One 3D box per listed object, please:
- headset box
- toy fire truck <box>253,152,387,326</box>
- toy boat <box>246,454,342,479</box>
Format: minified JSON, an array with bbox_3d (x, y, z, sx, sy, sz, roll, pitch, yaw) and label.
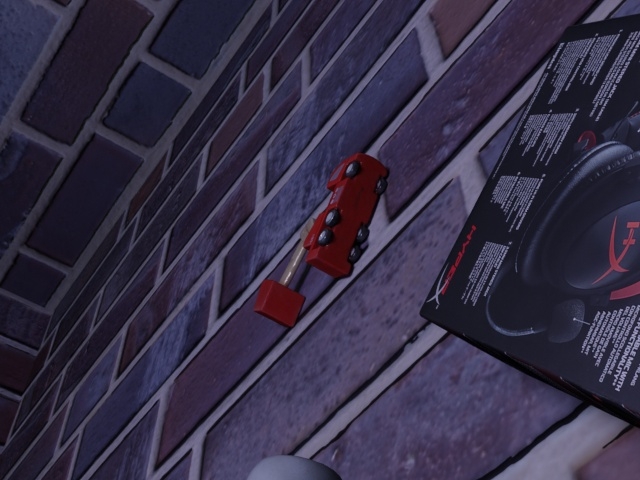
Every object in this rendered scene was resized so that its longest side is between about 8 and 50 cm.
[{"bbox_3d":[0.202,-0.005,0.422,0.218,0.110,0.293,-62,21,-4],"label":"headset box"},{"bbox_3d":[0.000,0.000,0.957,0.135,0.047,0.192,-20,44,61],"label":"toy fire truck"},{"bbox_3d":[-0.051,0.289,0.568,0.318,0.148,0.267,-57,21,9],"label":"toy boat"}]
